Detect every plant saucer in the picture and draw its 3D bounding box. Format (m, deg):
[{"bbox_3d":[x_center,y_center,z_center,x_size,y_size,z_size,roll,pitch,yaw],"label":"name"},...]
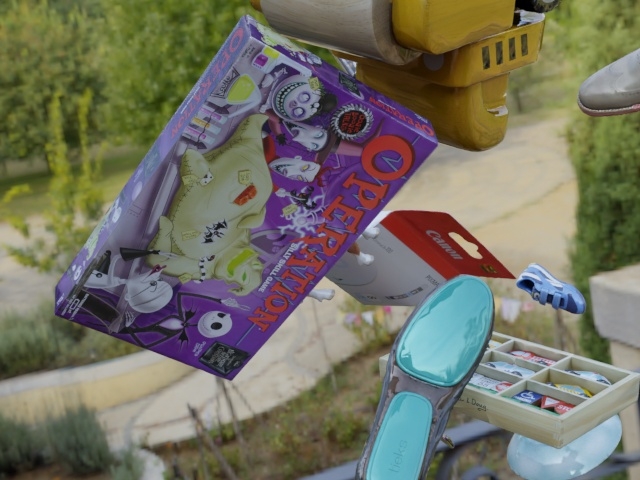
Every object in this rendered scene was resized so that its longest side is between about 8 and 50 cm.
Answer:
[{"bbox_3d":[0.389,0.312,1.620,0.195,0.037,0.195,-25,20,10],"label":"plant saucer"}]

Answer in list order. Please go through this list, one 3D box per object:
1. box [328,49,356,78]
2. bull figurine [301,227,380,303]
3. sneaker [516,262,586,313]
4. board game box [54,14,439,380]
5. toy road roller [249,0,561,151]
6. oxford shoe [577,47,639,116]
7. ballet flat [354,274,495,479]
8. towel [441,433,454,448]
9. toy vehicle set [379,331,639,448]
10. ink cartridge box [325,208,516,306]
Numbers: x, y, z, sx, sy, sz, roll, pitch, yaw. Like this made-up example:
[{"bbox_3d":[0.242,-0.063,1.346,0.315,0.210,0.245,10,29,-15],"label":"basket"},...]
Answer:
[{"bbox_3d":[0.141,-0.519,1.870,0.395,0.318,0.097,-33,-13,1],"label":"box"},{"bbox_3d":[0.000,0.000,1.824,0.310,0.188,0.101,-38,37,22],"label":"bull figurine"},{"bbox_3d":[0.431,0.100,1.868,0.059,0.053,0.144,-29,47,-33],"label":"sneaker"},{"bbox_3d":[-0.077,-0.020,0.933,0.208,0.347,0.056,22,31,-31],"label":"board game box"},{"bbox_3d":[0.096,-0.198,0.980,0.202,0.241,0.329,21,31,35],"label":"toy road roller"},{"bbox_3d":[0.606,-0.335,1.746,0.348,0.130,0.123,-26,49,17],"label":"oxford shoe"},{"bbox_3d":[0.108,0.167,1.106,0.095,0.280,0.096,27,-18,6],"label":"ballet flat"},{"bbox_3d":[0.181,0.304,1.610,0.083,0.060,0.009,35,80,31],"label":"towel"},{"bbox_3d":[0.224,0.168,1.210,0.166,0.035,0.266,-17,22,-42],"label":"toy vehicle set"},{"bbox_3d":[0.168,0.046,2.079,0.385,0.091,0.308,0,-26,40],"label":"ink cartridge box"}]
